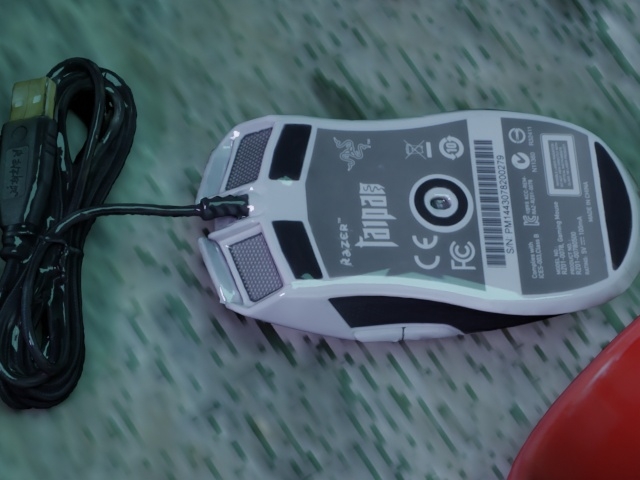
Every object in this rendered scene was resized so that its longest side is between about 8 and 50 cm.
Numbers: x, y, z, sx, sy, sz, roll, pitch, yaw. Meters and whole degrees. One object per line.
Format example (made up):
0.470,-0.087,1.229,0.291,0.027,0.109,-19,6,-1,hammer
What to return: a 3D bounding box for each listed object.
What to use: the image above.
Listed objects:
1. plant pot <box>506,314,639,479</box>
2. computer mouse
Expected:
0.221,0.085,0.492,0.275,0.275,0.243,-38,93,-26,plant pot
0.000,0.000,0.577,0.193,0.042,0.106,2,62,-9,computer mouse
